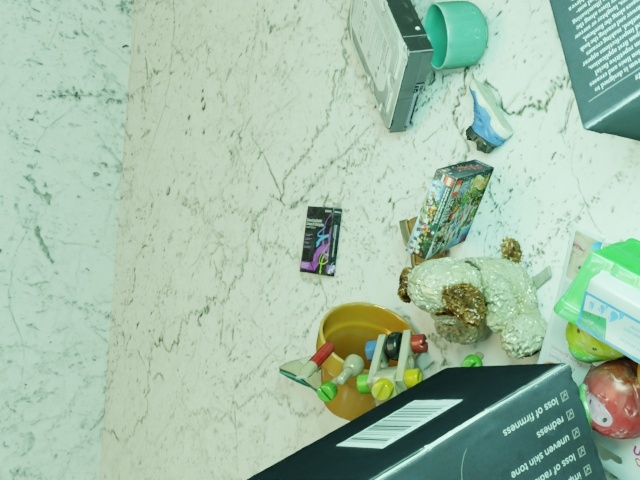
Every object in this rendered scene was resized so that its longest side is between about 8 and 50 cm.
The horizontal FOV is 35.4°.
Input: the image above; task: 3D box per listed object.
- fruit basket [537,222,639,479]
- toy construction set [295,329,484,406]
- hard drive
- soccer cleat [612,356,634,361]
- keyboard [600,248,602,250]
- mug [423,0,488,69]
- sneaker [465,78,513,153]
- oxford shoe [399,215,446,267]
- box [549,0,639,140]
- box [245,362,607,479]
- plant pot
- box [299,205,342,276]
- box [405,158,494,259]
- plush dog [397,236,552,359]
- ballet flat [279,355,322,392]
[{"bbox_3d":[0.447,0.194,1.448,0.327,0.165,0.353,34,121,40],"label":"fruit basket"},{"bbox_3d":[0.096,0.301,1.792,0.308,0.237,0.258,19,116,18],"label":"toy construction set"},{"bbox_3d":[0.139,-0.429,2.130,0.237,0.064,0.339,102,155,-53],"label":"hard drive"},{"bbox_3d":[0.521,0.170,1.534,0.178,0.060,0.072,3,77,50],"label":"soccer cleat"},{"bbox_3d":[0.467,0.104,1.654,0.108,0.023,0.180,2,85,50],"label":"keyboard"},{"bbox_3d":[0.266,-0.411,1.968,0.158,0.097,0.130,-111,19,-44],"label":"mug"},{"bbox_3d":[0.304,-0.235,1.927,0.084,0.058,0.152,-45,55,32],"label":"sneaker"},{"bbox_3d":[0.221,0.047,1.996,0.076,0.076,0.212,-18,75,11],"label":"oxford shoe"},{"bbox_3d":[0.504,-0.351,1.440,0.212,0.293,0.396,-36,56,48],"label":"box"},{"bbox_3d":[0.186,0.485,1.456,0.297,0.479,0.472,-15,96,56],"label":"box"},{"bbox_3d":[0.081,0.263,2.061,0.205,0.205,0.188,-122,35,-43],"label":"plant pot"},{"bbox_3d":[0.000,0.000,2.364,0.116,0.029,0.162,5,87,56],"label":"box"},{"bbox_3d":[0.241,-0.061,1.846,0.044,0.233,0.159,26,109,20],"label":"box"},{"bbox_3d":[0.261,0.090,1.777,0.262,0.225,0.211,9,91,57],"label":"plush dog"},{"bbox_3d":[-0.006,0.308,2.283,0.248,0.086,0.086,21,101,54],"label":"ballet flat"}]
